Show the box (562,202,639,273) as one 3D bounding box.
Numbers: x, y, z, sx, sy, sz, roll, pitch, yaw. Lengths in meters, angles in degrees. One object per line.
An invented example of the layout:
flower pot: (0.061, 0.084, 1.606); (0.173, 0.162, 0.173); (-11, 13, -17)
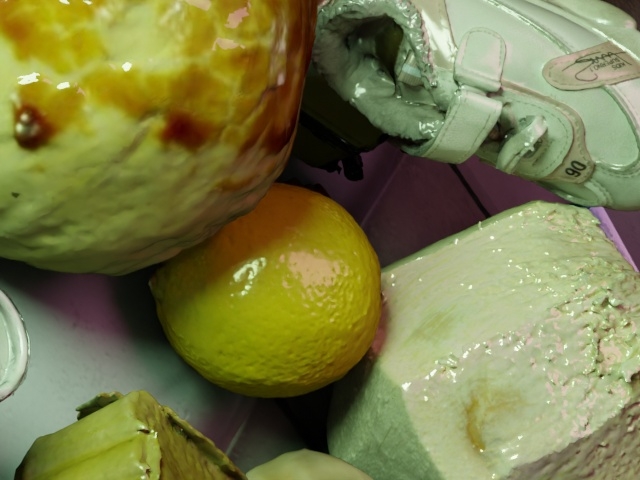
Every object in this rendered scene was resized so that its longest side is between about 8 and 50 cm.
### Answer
box: (0.247, 0.042, 1.828); (0.142, 0.083, 0.232); (60, -11, -4)

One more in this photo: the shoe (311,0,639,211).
shoe: (0.147, -0.126, 1.548); (0.351, 0.172, 0.198); (37, 47, 15)

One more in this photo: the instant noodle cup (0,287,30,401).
instant noodle cup: (-0.263, 0.082, 1.149); (0.127, 0.136, 0.127); (33, 44, -40)

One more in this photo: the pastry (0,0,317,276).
pastry: (-0.166, -0.171, 1.302); (0.388, 0.313, 0.388); (36, 43, -42)

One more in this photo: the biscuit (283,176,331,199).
biscuit: (0.000, 0.000, 1.687); (0.130, 0.019, 0.119); (60, 33, -6)

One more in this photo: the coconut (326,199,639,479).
coconut: (0.151, 0.138, 1.563); (0.297, 0.309, 0.297); (59, -9, 16)

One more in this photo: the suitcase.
suitcase: (-0.020, -0.182, 1.671); (0.235, 0.143, 0.194); (32, 45, -41)

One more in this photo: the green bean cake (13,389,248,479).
green bean cake: (-0.111, 0.243, 1.230); (0.224, 0.131, 0.229); (49, 22, -38)

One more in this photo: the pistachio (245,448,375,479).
pistachio: (0.024, 0.261, 1.433); (0.223, 0.126, 0.152); (45, -7, 2)

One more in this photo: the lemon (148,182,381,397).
lemon: (-0.046, 0.040, 1.454); (0.203, 0.178, 0.178); (4, 62, -26)
